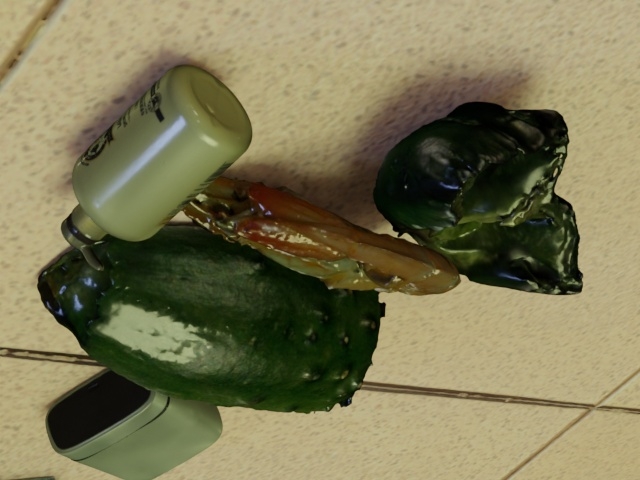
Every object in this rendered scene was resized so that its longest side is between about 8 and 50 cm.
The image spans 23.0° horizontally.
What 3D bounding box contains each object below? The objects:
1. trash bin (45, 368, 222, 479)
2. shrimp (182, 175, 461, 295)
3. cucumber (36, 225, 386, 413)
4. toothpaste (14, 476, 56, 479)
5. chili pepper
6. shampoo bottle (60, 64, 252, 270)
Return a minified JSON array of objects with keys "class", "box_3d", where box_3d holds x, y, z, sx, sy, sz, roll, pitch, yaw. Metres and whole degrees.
[{"class":"trash bin","box_3d":[-0.169,0.169,1.444,0.116,0.059,0.130,-30,149,13]},{"class":"shrimp","box_3d":[0.000,-0.001,1.260,0.267,0.145,0.061,25,83,-31]},{"class":"cucumber","box_3d":[-0.077,0.070,1.324,0.325,0.105,0.145,18,129,-45]},{"class":"toothpaste","box_3d":[-0.399,0.278,1.444,0.336,0.067,0.081,0,141,-35]},{"class":"chili pepper","box_3d":[0.131,-0.043,1.295,0.148,0.116,0.264,8,166,24]},{"class":"shampoo bottle","box_3d":[-0.127,-0.050,1.127,0.162,0.079,0.079,-40,146,24]}]
